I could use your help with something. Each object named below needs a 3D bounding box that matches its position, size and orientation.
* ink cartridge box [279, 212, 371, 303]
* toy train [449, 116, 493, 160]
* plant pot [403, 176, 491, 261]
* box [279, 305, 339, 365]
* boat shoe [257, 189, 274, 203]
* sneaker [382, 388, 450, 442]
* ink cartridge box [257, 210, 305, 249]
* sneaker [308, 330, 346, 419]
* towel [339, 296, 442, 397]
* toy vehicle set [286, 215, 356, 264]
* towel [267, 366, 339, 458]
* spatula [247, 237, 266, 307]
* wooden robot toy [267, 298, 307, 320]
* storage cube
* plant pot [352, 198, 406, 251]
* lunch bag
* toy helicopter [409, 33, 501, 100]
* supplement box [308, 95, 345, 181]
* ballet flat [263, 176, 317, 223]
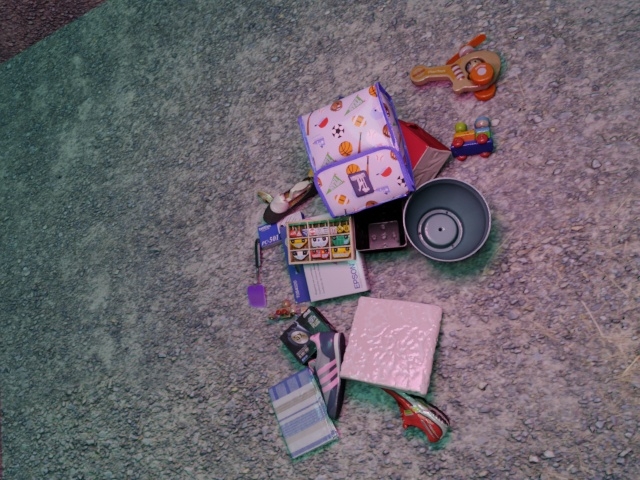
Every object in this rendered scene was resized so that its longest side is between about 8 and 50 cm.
[{"bbox_3d":[0.004,0.067,1.942,0.329,0.071,0.325,-15,87,19],"label":"ink cartridge box"},{"bbox_3d":[0.533,-0.392,1.915,0.247,0.105,0.144,-5,60,23],"label":"toy train"},{"bbox_3d":[0.438,-0.056,1.776,0.292,0.196,0.293,-1,79,6],"label":"plant pot"},{"bbox_3d":[-0.043,0.369,1.921,0.180,0.077,0.147,-45,64,4],"label":"box"},{"bbox_3d":[-0.221,-0.169,2.161,0.153,0.056,0.048,32,83,19],"label":"boat shoe"},{"bbox_3d":[0.304,0.586,1.713,0.279,0.107,0.118,35,98,28],"label":"sneaker"},{"bbox_3d":[-0.161,-0.042,2.105,0.207,0.046,0.097,-20,68,15],"label":"ink cartridge box"},{"bbox_3d":[0.022,0.490,1.820,0.130,0.112,0.319,1,89,16],"label":"sneaker"},{"bbox_3d":[0.253,0.366,1.768,0.316,0.053,0.332,5,57,24],"label":"towel"},{"bbox_3d":[0.000,0.000,1.885,0.266,0.035,0.166,-5,90,22],"label":"toy vehicle set"},{"bbox_3d":[-0.069,0.649,1.875,0.209,0.034,0.285,-32,64,12],"label":"towel"},{"bbox_3d":[-0.268,0.135,2.103,0.084,0.030,0.297,-7,73,22],"label":"spatula"},{"bbox_3d":[-0.134,0.269,1.994,0.173,0.076,0.079,-12,60,17],"label":"wooden robot toy"},{"bbox_3d":[0.337,-0.319,1.879,0.193,0.183,0.215,47,120,31],"label":"storage cube"},{"bbox_3d":[0.230,-0.038,1.879,0.187,0.167,0.188,-6,73,12],"label":"plant pot"},{"bbox_3d":[0.134,-0.301,1.743,0.327,0.239,0.386,-17,83,22],"label":"lunch bag"},{"bbox_3d":[0.532,-0.687,1.977,0.354,0.140,0.235,3,74,25],"label":"toy helicopter"},{"bbox_3d":[0.126,-0.365,2.005,0.194,0.195,0.357,18,81,25],"label":"supplement box"},{"bbox_3d":[-0.133,-0.180,2.076,0.280,0.096,0.095,-38,68,-6],"label":"ballet flat"}]
